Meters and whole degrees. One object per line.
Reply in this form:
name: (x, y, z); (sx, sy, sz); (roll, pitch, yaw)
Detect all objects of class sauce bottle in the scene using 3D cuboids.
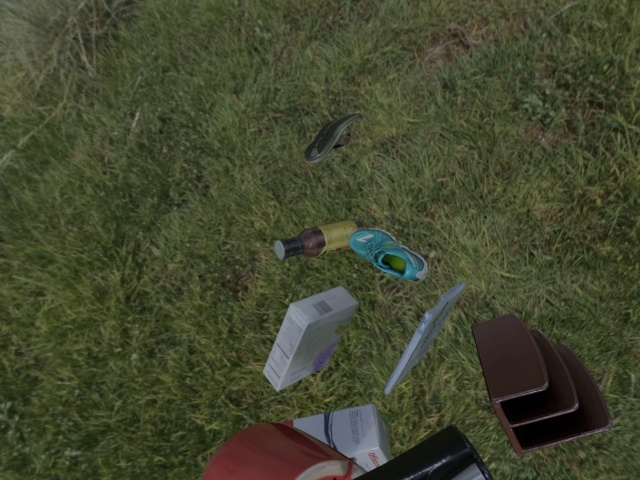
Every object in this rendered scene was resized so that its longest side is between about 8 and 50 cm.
sauce bottle: (0.000, 0.000, 1.575); (0.111, 0.344, 0.112); (27, 123, 52)

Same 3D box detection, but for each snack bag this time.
snack bag: (0.317, 0.294, 1.356); (0.037, 0.342, 0.323); (34, 118, 24)

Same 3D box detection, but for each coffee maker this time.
coffee maker: (0.103, 0.290, 0.498); (0.178, 0.120, 0.171); (-27, 24, -2)

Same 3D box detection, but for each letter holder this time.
letter holder: (0.500, 0.301, 1.025); (0.214, 0.302, 0.152); (-25, 104, 19)

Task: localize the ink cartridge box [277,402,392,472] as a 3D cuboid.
ink cartridge box: (0.034, 0.530, 1.125); (0.272, 0.197, 0.114); (-16, 44, 8)

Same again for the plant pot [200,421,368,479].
plant pot: (-0.038, 0.434, 0.687); (0.243, 0.274, 0.275); (-32, 52, 57)

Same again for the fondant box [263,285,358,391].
fondant box: (-0.035, 0.323, 1.465); (0.096, 0.238, 0.331); (44, 128, 29)

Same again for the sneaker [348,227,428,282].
sneaker: (0.185, 0.036, 1.290); (0.275, 0.109, 0.107); (28, 107, 40)

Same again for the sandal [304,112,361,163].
sandal: (0.047, -0.355, 1.565); (0.120, 0.086, 0.303); (2, 46, 46)
